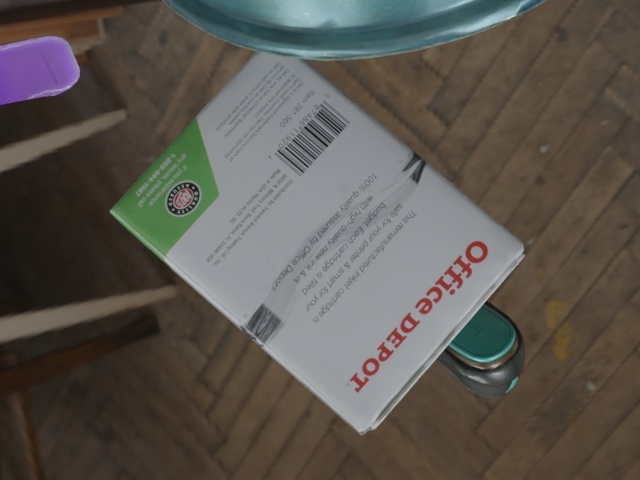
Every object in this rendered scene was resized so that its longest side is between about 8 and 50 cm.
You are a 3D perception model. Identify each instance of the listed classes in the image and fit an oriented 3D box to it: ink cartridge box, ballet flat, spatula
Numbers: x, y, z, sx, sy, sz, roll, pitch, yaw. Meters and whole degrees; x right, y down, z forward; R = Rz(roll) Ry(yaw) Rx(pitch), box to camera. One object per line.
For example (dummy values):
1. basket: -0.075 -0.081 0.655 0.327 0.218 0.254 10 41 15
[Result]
1. ink cartridge box: 0.000 0.000 0.917 0.219 0.092 0.160 42 84 8
2. ballet flat: 0.091 0.059 1.367 0.280 0.095 0.096 47 164 36
3. spatula: -0.339 -0.137 1.104 0.297 0.084 0.030 3 67 7

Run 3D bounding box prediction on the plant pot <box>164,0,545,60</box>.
1. plant pot: -0.002 -0.330 0.712 0.341 0.341 0.334 22 156 31
